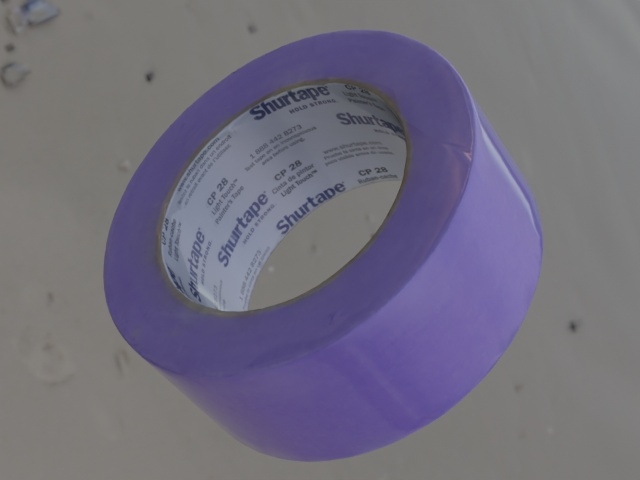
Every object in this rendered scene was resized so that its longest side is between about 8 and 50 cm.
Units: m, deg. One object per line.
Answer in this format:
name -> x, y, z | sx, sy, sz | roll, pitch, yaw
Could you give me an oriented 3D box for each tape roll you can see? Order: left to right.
tape roll -> 0.000, 0.000, 0.642 | 0.080, 0.189, 0.189 | 48, 36, -43
